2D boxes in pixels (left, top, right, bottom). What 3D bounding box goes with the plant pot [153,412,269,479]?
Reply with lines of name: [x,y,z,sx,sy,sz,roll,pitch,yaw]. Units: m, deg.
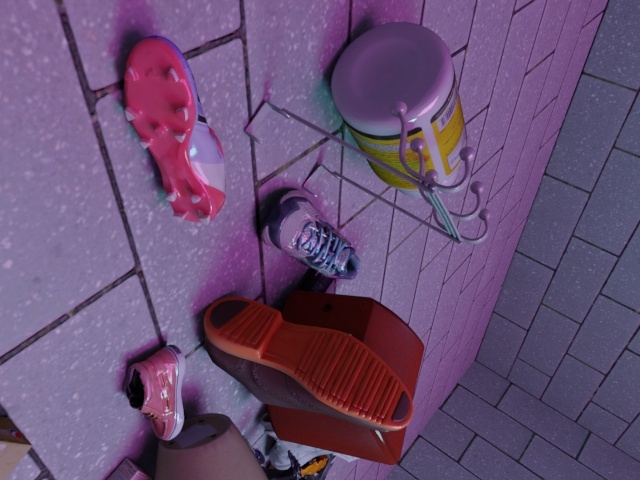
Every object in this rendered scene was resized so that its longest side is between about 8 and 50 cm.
plant pot: [-0.191,0.461,0.991,0.256,0.256,0.274,-22,105,-50]

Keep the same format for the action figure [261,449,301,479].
action figure: [-0.179,0.535,1.220,0.276,0.141,0.164,-21,164,-4]

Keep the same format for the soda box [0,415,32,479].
soda box: [-0.422,0.289,0.635,0.181,0.058,0.061,-54,153,-11]

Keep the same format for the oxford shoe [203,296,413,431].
oxford shoe: [-0.025,0.218,0.919,0.130,0.364,0.132,-47,157,-47]

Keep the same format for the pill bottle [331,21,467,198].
pill bottle: [0.153,-0.200,0.977,0.188,0.188,0.334,-56,154,-6]

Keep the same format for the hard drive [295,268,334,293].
hard drive: [0.008,0.067,1.183,0.135,0.022,0.094,-54,153,-9]

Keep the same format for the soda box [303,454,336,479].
soda box: [-0.004,0.738,1.813,0.060,0.053,0.169,5,114,-61]

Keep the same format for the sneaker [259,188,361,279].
sneaker: [0.000,0.000,0.990,0.110,0.122,0.283,-59,153,-1]

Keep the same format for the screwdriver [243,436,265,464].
screwdriver: [-0.164,0.499,1.345,0.024,0.025,0.170,-46,142,-24]

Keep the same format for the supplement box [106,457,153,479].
supplement box: [-0.337,0.420,0.937,0.098,0.036,0.062,-47,151,-22]

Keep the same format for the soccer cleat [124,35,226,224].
soccer cleat: [-0.160,-0.127,0.657,0.095,0.083,0.248,-75,165,-44]

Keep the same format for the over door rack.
over door rack: [0.084,-0.111,0.819,0.108,0.324,0.239,-66,153,-8]

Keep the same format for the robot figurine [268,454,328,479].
robot figurine: [-0.076,0.653,1.570,0.211,0.085,0.291,-56,154,-8]

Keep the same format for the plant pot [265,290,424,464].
plant pot: [0.029,0.242,1.097,0.236,0.267,0.267,64,38,-46]

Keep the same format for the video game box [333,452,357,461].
video game box: [0.047,0.465,1.475,0.048,0.205,0.187,-18,151,4]

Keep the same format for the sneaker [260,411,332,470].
sneaker: [-0.083,0.460,1.353,0.292,0.169,0.108,-42,-158,42]

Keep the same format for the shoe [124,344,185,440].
shoe: [-0.261,0.250,0.872,0.081,0.063,0.178,-20,129,-49]
